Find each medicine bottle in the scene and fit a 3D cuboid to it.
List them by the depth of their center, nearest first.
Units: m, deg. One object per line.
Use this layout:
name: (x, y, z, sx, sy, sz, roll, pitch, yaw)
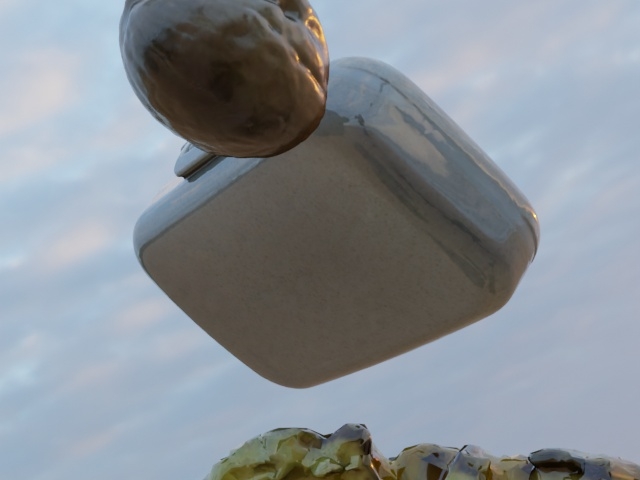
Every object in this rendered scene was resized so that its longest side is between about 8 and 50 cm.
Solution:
medicine bottle: (0.000, 0.000, 1.166, 0.375, 0.282, 0.123, -29, 21, 52)

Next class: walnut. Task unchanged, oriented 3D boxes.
walnut: (-0.065, -0.128, 0.913, 0.162, 0.140, 0.140, 21, -41, -24)

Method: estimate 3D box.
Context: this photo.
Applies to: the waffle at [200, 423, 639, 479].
waffle: (0.111, 0.148, 0.443, 0.261, 0.151, 0.324, 14, -9, -32)
